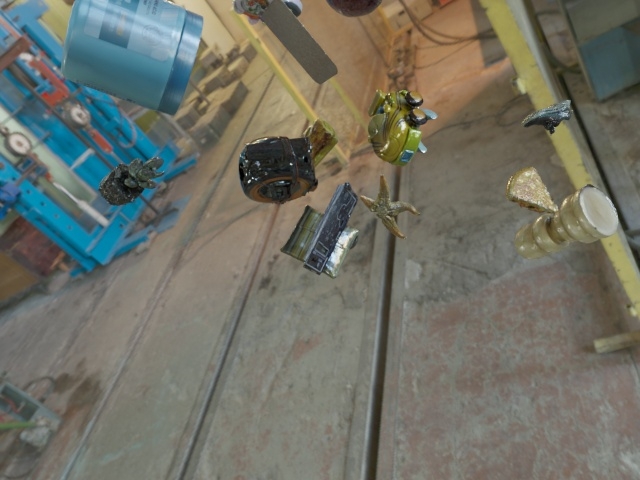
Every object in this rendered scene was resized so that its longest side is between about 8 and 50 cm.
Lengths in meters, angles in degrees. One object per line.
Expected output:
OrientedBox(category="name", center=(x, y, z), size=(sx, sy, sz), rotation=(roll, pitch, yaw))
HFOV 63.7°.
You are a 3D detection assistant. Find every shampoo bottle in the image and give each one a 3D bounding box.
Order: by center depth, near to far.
OrientedBox(category="shampoo bottle", center=(-0.577, -0.596, 1.585), size=(0.331, 0.343, 0.331), rotation=(-44, 38, 50))

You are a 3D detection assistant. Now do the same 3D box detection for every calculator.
OrientedBox(category="calculator", center=(0.031, -0.033, 1.514), size=(0.028, 0.166, 0.274), rotation=(25, 86, 20))

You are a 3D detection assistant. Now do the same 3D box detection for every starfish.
OrientedBox(category="starfish", center=(0.262, -0.120, 1.895), size=(0.138, 0.247, 0.050), rotation=(-40, 17, 26))

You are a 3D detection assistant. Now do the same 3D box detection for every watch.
OrientedBox(category="watch", center=(-0.181, -0.861, 1.727), size=(0.196, 0.244, 0.231), rotation=(132, 137, -70))

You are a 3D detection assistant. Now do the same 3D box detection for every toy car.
OrientedBox(category="toy car", center=(0.216, -0.351, 1.569), size=(0.200, 0.142, 0.248), rotation=(116, 159, -47))

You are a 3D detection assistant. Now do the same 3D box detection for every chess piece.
OrientedBox(category="chess piece", center=(0.639, -0.029, 1.381), size=(0.261, 0.143, 0.142), rotation=(-41, 17, 54))

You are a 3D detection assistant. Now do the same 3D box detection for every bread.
OrientedBox(category="bread", center=(-0.025, -0.333, 1.807), size=(0.172, 0.103, 0.132), rotation=(-46, 31, 21))

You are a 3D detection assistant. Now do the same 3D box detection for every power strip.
OrientedBox(category="power strip", center=(0.386, -0.457, 2.060), size=(0.137, 0.216, 0.044), rotation=(23, 51, 15))

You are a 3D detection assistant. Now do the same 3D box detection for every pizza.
OrientedBox(category="pizza", center=(0.702, -0.144, 1.717), size=(0.201, 0.193, 0.053), rotation=(-32, -14, -33))

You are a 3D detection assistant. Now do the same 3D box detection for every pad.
OrientedBox(category="pad", center=(-0.062, -0.577, 1.510), size=(0.002, 0.266, 0.176), rotation=(-48, 17, -13))

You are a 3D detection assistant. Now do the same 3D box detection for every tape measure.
OrientedBox(category="tape measure", center=(-0.112, -0.178, 1.349), size=(0.202, 0.223, 0.135), rotation=(-9, 68, -5))

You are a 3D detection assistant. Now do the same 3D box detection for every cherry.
OrientedBox(category="cherry", center=(0.119, -0.891, 1.796), size=(0.230, 0.203, 0.300), rotation=(-10, 2, 3))

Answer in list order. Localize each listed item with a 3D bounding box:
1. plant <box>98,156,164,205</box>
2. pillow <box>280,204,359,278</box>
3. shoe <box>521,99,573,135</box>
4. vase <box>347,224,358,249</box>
OrientedBox(category="plant", center=(-0.744, -0.238, 2.049), size=(0.274, 0.149, 0.146), rotation=(-23, 42, 22))
OrientedBox(category="pillow", center=(0.000, 0.000, 1.763), size=(0.208, 0.212, 0.052), rotation=(-62, -3, -25))
OrientedBox(category="shoe", center=(0.780, -0.407, 1.759), size=(0.169, 0.099, 0.071), rotation=(-22, 7, 17))
OrientedBox(category="vase", center=(0.122, -0.016, 2.311), size=(0.120, 0.120, 0.183), rotation=(-46, 5, -11))
